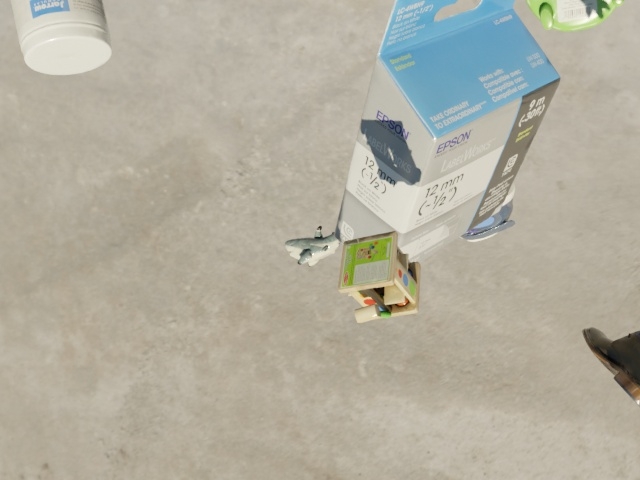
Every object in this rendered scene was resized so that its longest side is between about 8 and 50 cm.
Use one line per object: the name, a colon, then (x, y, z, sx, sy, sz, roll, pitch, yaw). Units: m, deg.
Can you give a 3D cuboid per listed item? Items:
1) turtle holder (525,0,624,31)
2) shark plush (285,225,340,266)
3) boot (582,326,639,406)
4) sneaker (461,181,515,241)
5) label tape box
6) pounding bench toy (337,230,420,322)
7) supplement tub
turtle holder: (0.582, -0.659, 1.615, 0.243, 0.227, 0.320, -35, 98, 29)
shark plush: (0.000, 0.000, 1.469, 0.161, 0.073, 0.067, -29, 75, 27)
boot: (0.548, 0.197, 1.201, 0.106, 0.219, 0.082, -42, 113, 13)
sneaker: (0.354, -0.050, 1.811, 0.322, 0.236, 0.130, -16, 59, -6)
label tape box: (0.167, -0.141, 0.842, 0.115, 0.249, 0.348, 44, 143, 25)
pounding bench toy: (0.054, 0.047, 0.606, 0.052, 0.065, 0.083, -12, 51, 28)
supplement tub: (-0.212, -0.197, 0.550, 0.071, 0.071, 0.107, -20, 81, 33)
